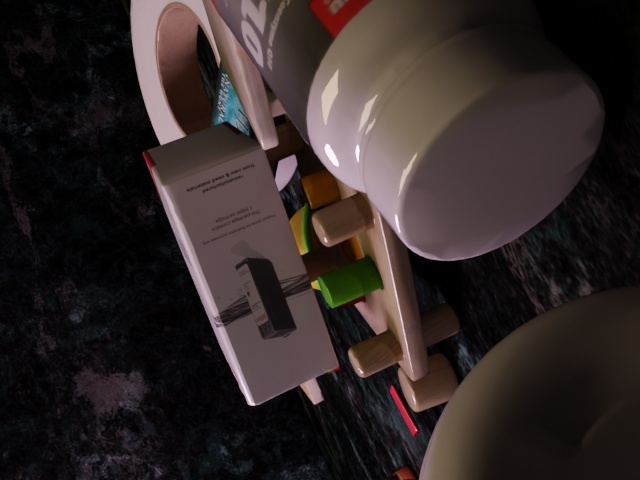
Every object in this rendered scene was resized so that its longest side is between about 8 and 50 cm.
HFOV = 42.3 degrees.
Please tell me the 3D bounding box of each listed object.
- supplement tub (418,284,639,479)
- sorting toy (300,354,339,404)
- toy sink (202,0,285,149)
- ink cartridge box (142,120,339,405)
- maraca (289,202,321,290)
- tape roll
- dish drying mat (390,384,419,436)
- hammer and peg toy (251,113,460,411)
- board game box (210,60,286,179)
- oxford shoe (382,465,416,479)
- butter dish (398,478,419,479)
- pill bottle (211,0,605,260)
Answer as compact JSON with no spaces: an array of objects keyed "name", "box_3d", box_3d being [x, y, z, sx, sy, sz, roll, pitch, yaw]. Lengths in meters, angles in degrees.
[{"name":"supplement tub","box_3d":[0.164,0.197,0.442,0.324,0.236,0.235,83,160,-55]},{"name":"sorting toy","box_3d":[-0.052,0.186,1.799,0.255,0.089,0.257,70,168,-18]},{"name":"toy sink","box_3d":[-0.034,-0.215,0.780,0.234,0.131,0.152,-116,9,-54]},{"name":"ink cartridge box","box_3d":[-0.094,0.020,0.946,0.197,0.114,0.272,-138,28,-66]},{"name":"maraca","box_3d":[0.000,0.000,1.182,0.185,0.099,0.127,-74,-27,-66]},{"name":"tape roll","box_3d":[-0.157,-0.239,1.173,0.392,0.072,0.391,36,136,44]},{"name":"dish drying mat","box_3d":[0.134,0.272,1.321,0.032,0.008,0.083,90,155,-62]},{"name":"hammer and peg toy","box_3d":[0.043,0.032,0.945,0.266,0.127,0.361,53,162,51]},{"name":"board game box","box_3d":[-0.084,-0.167,1.003,0.126,0.026,0.186,50,143,30]},{"name":"oxford shoe","box_3d":[0.128,0.499,1.569,0.271,0.098,0.096,86,157,-60]},{"name":"butter dish","box_3d":[0.157,0.422,1.268,0.160,0.118,0.160,20,-155,-44]},{"name":"pill bottle","box_3d":[0.041,-0.132,0.539,0.283,0.161,0.161,58,166,37]}]
